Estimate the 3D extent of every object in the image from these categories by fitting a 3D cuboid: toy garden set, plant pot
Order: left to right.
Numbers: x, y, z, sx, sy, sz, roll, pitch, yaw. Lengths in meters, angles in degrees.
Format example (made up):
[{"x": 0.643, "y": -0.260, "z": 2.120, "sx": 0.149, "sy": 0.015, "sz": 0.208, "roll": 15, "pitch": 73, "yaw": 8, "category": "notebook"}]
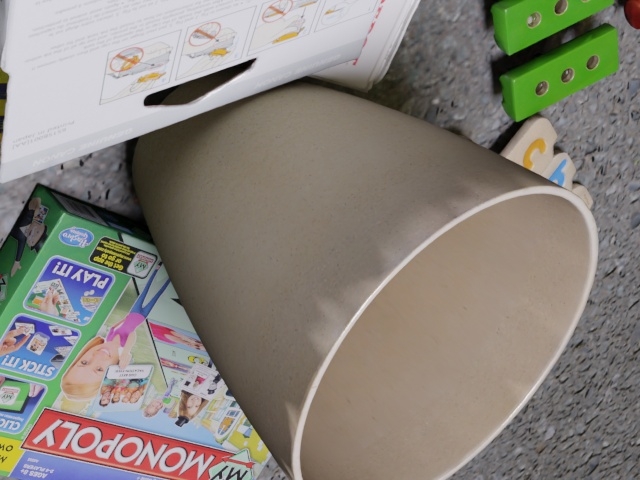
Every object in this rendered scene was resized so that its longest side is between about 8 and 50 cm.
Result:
[{"x": 0.000, "y": 0.000, "z": 0.951, "sx": 0.256, "sy": 0.274, "sz": 0.256, "roll": -29, "pitch": 142, "yaw": -26, "category": "plant pot"}, {"x": 0.213, "y": -0.243, "z": 1.121, "sx": 0.204, "sy": 0.049, "sz": 0.244, "roll": -28, "pitch": 132, "yaw": -17, "category": "toy garden set"}]

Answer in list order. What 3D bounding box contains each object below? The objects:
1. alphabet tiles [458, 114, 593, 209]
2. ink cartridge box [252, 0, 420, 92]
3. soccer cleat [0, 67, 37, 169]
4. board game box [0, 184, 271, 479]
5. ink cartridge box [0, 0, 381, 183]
[{"x": 0.135, "y": 0.032, "z": 1.247, "sx": 0.278, "sy": 0.021, "sz": 0.284, "roll": -51, "pitch": 140, "yaw": -8, "category": "alphabet tiles"}, {"x": -0.032, "y": -0.204, "z": 0.927, "sx": 0.218, "sy": 0.092, "sz": 0.158, "roll": 12, "pitch": 112, "yaw": -40, "category": "ink cartridge box"}, {"x": -0.250, "y": -0.082, "z": 0.849, "sx": 0.289, "sy": 0.093, "sz": 0.121, "roll": -33, "pitch": 119, "yaw": -18, "category": "soccer cleat"}, {"x": -0.138, "y": 0.101, "z": 1.095, "sx": 0.317, "sy": 0.046, "sz": 0.213, "roll": 22, "pitch": 104, "yaw": -44, "category": "board game box"}, {"x": -0.067, "y": -0.158, "z": 0.809, "sx": 0.275, "sy": 0.060, "sz": 0.239, "roll": -22, "pitch": 161, "yaw": -26, "category": "ink cartridge box"}]
